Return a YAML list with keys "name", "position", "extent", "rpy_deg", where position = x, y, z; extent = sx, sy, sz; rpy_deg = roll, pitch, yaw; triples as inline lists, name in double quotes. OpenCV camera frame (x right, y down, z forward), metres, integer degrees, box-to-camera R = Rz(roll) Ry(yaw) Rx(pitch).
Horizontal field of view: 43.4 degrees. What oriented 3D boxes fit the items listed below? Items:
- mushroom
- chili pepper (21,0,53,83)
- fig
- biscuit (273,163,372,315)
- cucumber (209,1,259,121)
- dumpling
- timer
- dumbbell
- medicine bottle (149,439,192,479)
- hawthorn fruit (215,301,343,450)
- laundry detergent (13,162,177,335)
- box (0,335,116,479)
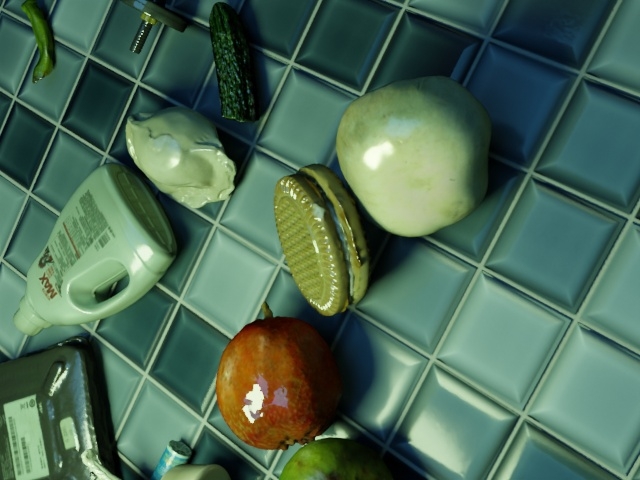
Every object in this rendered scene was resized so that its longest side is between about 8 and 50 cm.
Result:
- name: "mushroom"
  position: [0.148, -0.145, 1.239]
  extent: [0.260, 0.254, 0.234]
  rpy_deg: [-44, 23, 34]
- name: "chili pepper"
  position: [-0.626, -0.444, 1.796]
  extent: [0.052, 0.050, 0.201]
  rpy_deg: [-25, 73, 41]
- name: "fig"
  position: [0.016, 0.404, 1.272]
  extent: [0.191, 0.181, 0.181]
  rpy_deg: [-23, 71, 55]
- name: "biscuit"
  position: [0.000, 0.000, 1.306]
  extent: [0.079, 0.259, 0.259]
  rpy_deg: [-18, 70, -19]
- name: "cucumber"
  position: [-0.161, -0.333, 1.508]
  extent: [0.077, 0.077, 0.265]
  rpy_deg: [-15, 76, 27]
- name: "dumpling"
  position: [-0.265, -0.152, 1.512]
  extent: [0.258, 0.147, 0.193]
  rpy_deg: [25, 137, 18]
- name: "timer"
  position: [-0.310, 0.464, 1.424]
  extent: [0.266, 0.175, 0.175]
  rpy_deg: [4, 86, 24]
- name: "dumbbell"
  position: [-0.294, -0.514, 1.562]
  extent: [0.143, 0.143, 0.325]
  rpy_deg: [32, 100, 28]
- name: "medicine bottle"
  position: [-0.301, 0.466, 1.505]
  extent: [0.051, 0.051, 0.191]
  rpy_deg: [31, 99, 28]
- name: "hawthorn fruit"
  position: [-0.073, 0.216, 1.328]
  extent: [0.205, 0.205, 0.253]
  rpy_deg: [-28, 67, 24]
- name: "laundry detergent"
  position: [-0.472, 0.062, 1.609]
  extent: [0.398, 0.125, 0.264]
  rpy_deg: [-43, 67, 20]
- name: "box"
  position: [-0.577, 0.400, 1.645]
  extent: [0.350, 0.091, 0.359]
  rpy_deg: [-19, 77, 26]
